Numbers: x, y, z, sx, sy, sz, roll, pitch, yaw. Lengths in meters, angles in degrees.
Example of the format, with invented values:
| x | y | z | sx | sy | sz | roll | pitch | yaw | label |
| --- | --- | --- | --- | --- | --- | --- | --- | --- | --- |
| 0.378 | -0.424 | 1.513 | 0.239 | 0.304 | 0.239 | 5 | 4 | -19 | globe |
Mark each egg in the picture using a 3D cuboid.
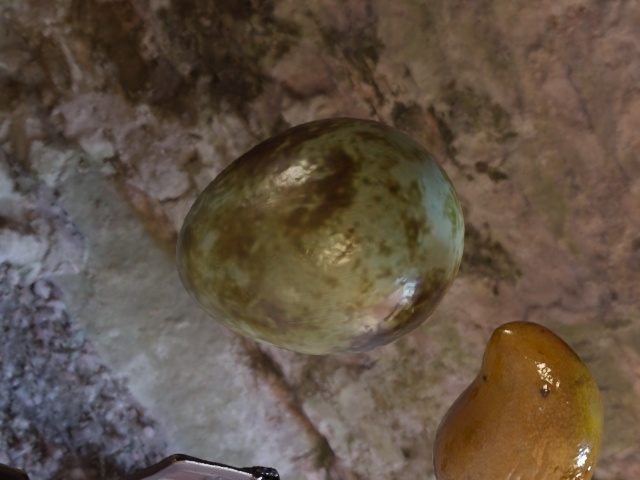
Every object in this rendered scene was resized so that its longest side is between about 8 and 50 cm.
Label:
| x | y | z | sx | sy | sz | roll | pitch | yaw | label |
| --- | --- | --- | --- | --- | --- | --- | --- | --- | --- |
| 0.000 | 0.000 | 0.861 | 0.238 | 0.290 | 0.238 | -12 | 90 | -87 | egg |

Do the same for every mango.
| x | y | z | sx | sy | sz | roll | pitch | yaw | label |
| --- | --- | --- | --- | --- | --- | --- | --- | --- | --- |
| 0.192 | 0.198 | 0.842 | 0.109 | 0.157 | 0.262 | -58 | 157 | -49 | mango |

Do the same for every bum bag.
| x | y | z | sx | sy | sz | roll | pitch | yaw | label |
| --- | --- | --- | --- | --- | --- | --- | --- | --- | --- |
| -0.130 | 0.258 | 0.912 | 0.159 | 0.109 | 0.026 | 30 | 39 | -43 | bum bag |

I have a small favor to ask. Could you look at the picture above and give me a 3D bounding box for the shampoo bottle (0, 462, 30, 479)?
| x | y | z | sx | sy | sz | roll | pitch | yaw | label |
| --- | --- | --- | --- | --- | --- | --- | --- | --- | --- |
| -0.212 | 0.051 | 0.259 | 0.246 | 0.079 | 0.080 | 28 | 6 | -24 | shampoo bottle |
